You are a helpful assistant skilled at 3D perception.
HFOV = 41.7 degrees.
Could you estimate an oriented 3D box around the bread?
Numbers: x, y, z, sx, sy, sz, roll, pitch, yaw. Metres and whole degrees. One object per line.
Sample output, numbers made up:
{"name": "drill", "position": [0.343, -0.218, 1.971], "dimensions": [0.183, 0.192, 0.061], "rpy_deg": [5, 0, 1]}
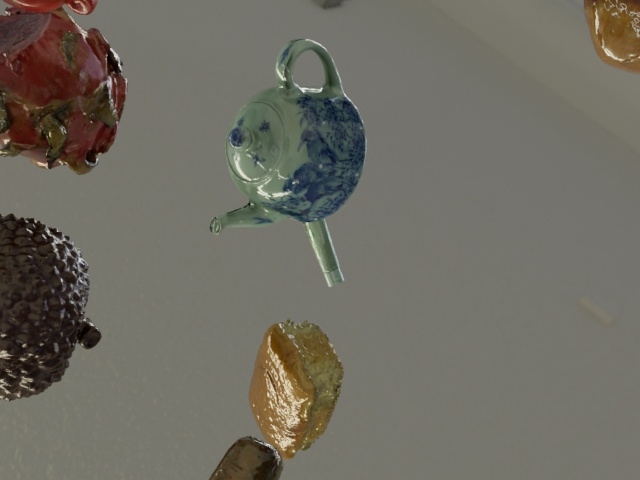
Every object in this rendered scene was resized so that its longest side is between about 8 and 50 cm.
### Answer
{"name": "bread", "position": [-0.046, 0.257, 1.452], "dimensions": [0.121, 0.245, 0.174], "rpy_deg": [-3, -132, -25]}

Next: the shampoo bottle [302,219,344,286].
{"name": "shampoo bottle", "position": [0.000, 0.000, 1.708], "dimensions": [0.041, 0.069, 0.190], "rpy_deg": [-21, -89, -32]}

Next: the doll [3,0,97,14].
{"name": "doll", "position": [-0.409, -0.346, 0.911], "dimensions": [0.363, 0.182, 0.160], "rpy_deg": [27, -112, -8]}

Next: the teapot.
{"name": "teapot", "position": [-0.042, -0.106, 0.926], "dimensions": [0.159, 0.231, 0.159], "rpy_deg": [22, -167, -5]}

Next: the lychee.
{"name": "lychee", "position": [-0.512, 0.102, 1.354], "dimensions": [0.331, 0.306, 0.306], "rpy_deg": [20, -142, -14]}

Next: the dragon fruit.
{"name": "dragon fruit", "position": [-0.459, -0.236, 1.423], "dimensions": [0.250, 0.291, 0.269], "rpy_deg": [6, -129, 21]}

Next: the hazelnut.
{"name": "hazelnut", "position": [0.425, -0.302, 1.086], "dimensions": [0.182, 0.182, 0.182], "rpy_deg": [16, -141, -14]}

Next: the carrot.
{"name": "carrot", "position": [-0.140, 0.336, 0.776], "dimensions": [0.070, 0.070, 0.342], "rpy_deg": [32, -100, 7]}
